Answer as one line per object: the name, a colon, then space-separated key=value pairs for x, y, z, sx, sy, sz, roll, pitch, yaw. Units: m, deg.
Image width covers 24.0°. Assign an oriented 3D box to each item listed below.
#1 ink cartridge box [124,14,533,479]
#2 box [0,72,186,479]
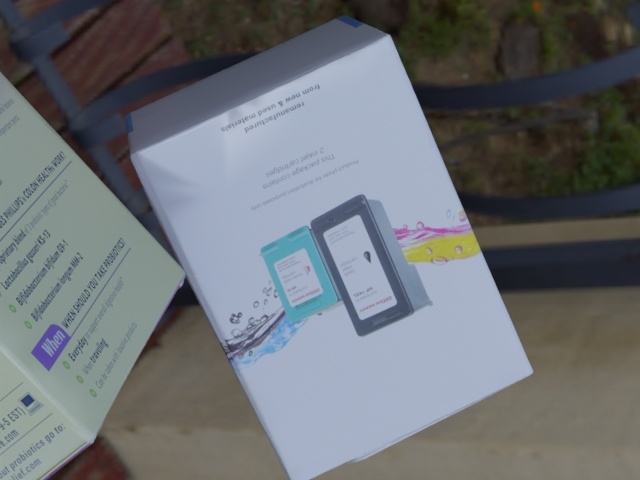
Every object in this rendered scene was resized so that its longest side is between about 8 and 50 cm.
ink cartridge box: x=0.000 y=0.000 z=1.122 sx=0.197 sy=0.198 sz=0.270 roll=-25 pitch=105 yaw=-2
box: x=-0.213 y=0.003 z=0.800 sx=0.243 sy=0.117 sz=0.213 roll=49 pitch=19 yaw=-12
